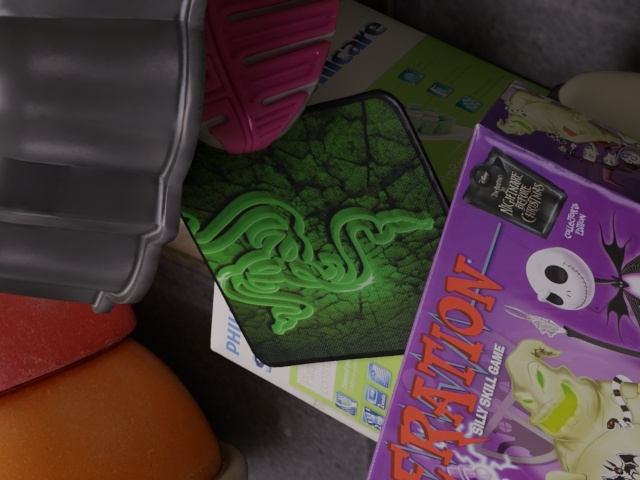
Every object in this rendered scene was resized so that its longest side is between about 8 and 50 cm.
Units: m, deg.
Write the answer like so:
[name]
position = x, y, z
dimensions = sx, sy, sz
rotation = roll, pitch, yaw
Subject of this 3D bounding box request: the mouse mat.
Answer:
[mouse mat]
position = 0.000, 0.000, 0.929
dimensions = 0.190, 0.007, 0.152
rotation = -9, 115, 44

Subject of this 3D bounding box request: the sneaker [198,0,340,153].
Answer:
[sneaker]
position = -0.057, -0.156, 0.917
dimensions = 0.111, 0.103, 0.252
rotation = 116, 148, -66

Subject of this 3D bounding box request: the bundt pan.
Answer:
[bundt pan]
position = -0.164, -0.125, 0.867
dimensions = 0.331, 0.124, 0.330
rotation = 179, 90, -68

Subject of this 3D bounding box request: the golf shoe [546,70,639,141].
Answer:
[golf shoe]
position = 0.237, -0.054, 0.810
dimensions = 0.273, 0.105, 0.120
rotation = 17, 117, 23

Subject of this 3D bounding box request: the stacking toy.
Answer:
[stacking toy]
position = -0.271, 0.023, 1.203
dimensions = 0.351, 0.351, 0.479
rotation = -9, 99, 45

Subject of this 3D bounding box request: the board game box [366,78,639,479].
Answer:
[board game box]
position = 0.137, 0.103, 0.866
dimensions = 0.208, 0.056, 0.347
rotation = 30, 137, 17

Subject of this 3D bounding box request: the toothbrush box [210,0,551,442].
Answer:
[toothbrush box]
position = 0.088, 0.023, 0.970
dimensions = 0.283, 0.122, 0.206
rotation = 29, 137, 21
